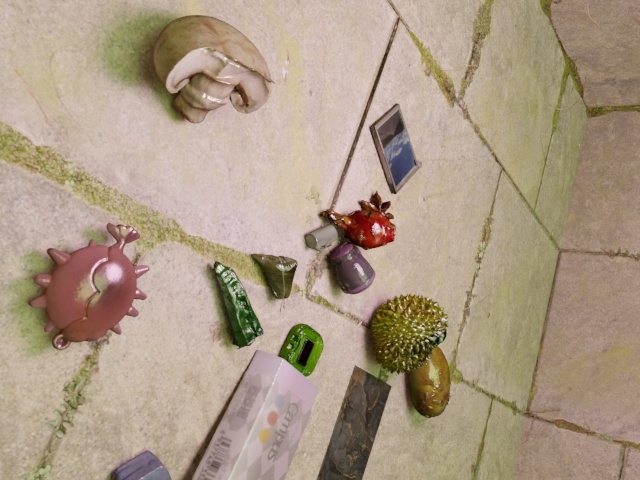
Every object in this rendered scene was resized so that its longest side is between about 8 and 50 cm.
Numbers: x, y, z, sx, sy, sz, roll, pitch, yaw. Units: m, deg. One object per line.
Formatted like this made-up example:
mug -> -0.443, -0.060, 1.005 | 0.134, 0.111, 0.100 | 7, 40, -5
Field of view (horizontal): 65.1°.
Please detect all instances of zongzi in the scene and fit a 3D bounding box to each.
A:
zongzi -> -0.137, 0.111, 1.327 | 0.130, 0.062, 0.154 | 8, 103, -27

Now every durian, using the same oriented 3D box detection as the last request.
durian -> 0.285, 0.301, 1.672 | 0.291, 0.224, 0.291 | -31, 149, -22

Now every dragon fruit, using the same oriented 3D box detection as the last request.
dragon fruit -> 0.111, -0.046, 1.506 | 0.246, 0.125, 0.125 | 16, 47, -27

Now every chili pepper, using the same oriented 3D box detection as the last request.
chili pepper -> -0.214, 0.150, 1.226 | 0.088, 0.059, 0.227 | -35, 116, -35

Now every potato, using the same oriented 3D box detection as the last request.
potato -> 0.408, 0.513, 1.866 | 0.176, 0.141, 0.298 | -19, 107, -54

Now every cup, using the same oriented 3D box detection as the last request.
cup -> -0.003, -0.005, 1.454 | 0.083, 0.075, 0.054 | -23, 73, -40

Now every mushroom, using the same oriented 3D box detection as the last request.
mushroom -> -0.242, -0.376, 1.083 | 0.253, 0.195, 0.189 | 9, 54, -41

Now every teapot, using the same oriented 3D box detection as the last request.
teapot -> 0.100, 0.071, 1.520 | 0.148, 0.116, 0.146 | -42, 110, -31

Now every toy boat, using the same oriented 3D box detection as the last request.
toy boat -> -0.366, 0.604, 1.086 | 0.127, 0.078, 0.283 | -24, 109, -47

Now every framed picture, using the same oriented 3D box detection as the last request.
framed picture -> 0.258, -0.314, 1.724 | 0.189, 0.023, 0.260 | -46, 124, -38

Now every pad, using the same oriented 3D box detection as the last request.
pad -> 0.122, 0.627, 1.666 | 0.247, 0.007, 0.368 | 39, 65, -42

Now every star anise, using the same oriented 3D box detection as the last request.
star anise -> 0.183, -0.082, 1.633 | 0.168, 0.057, 0.168 | -10, 105, -43

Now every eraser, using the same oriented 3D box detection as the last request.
eraser -> -0.159, 0.501, 1.257 | 0.213, 0.082, 0.397 | 47, 54, -32

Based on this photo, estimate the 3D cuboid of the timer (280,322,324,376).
timer -> -0.050, 0.313, 1.422 | 0.128, 0.047, 0.140 | 45, 61, -39

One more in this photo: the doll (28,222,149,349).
doll -> -0.430, 0.086, 0.960 | 0.211, 0.093, 0.262 | 31, 72, -41
